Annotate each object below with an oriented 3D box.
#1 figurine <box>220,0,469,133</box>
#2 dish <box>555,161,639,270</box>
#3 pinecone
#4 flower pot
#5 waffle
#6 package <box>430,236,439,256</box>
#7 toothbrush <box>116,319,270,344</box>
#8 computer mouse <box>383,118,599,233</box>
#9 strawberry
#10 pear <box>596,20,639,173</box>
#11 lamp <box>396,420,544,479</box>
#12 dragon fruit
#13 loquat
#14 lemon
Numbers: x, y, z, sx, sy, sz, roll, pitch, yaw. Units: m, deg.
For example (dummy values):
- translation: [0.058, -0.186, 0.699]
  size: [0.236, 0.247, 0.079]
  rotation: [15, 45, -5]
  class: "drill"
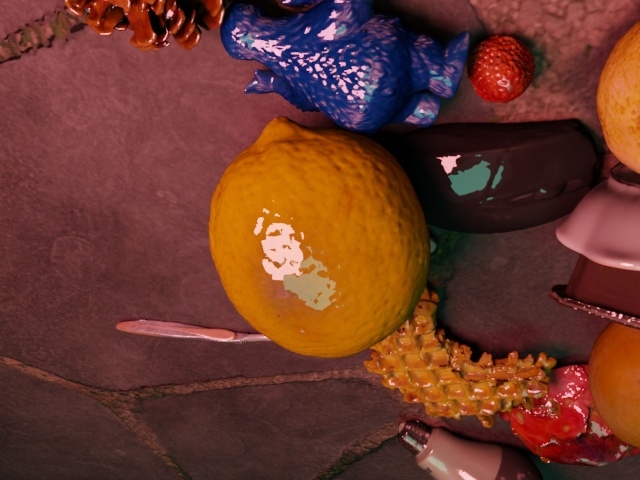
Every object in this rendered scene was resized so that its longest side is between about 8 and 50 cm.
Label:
- translation: [0.015, -0.183, 0.639]
  size: [0.262, 0.121, 0.164]
  rotation: [8, 140, 6]
  class: "figurine"
- translation: [0.375, -0.043, 0.672]
  size: [0.229, 0.229, 0.081]
  rotation: [-4, 109, 15]
  class: "dish"
- translation: [-0.164, -0.252, 0.575]
  size: [0.173, 0.173, 0.173]
  rotation: [6, 136, 5]
  class: "pinecone"
- translation: [0.405, 0.043, 0.739]
  size: [0.251, 0.084, 0.179]
  rotation: [-2, -167, -41]
  class: "flower pot"
- translation: [0.208, 0.211, 1.014]
  size: [0.293, 0.069, 0.260]
  rotation: [29, 136, -2]
  class: "waffle"
- translation: [0.039, 0.014, 0.894]
  size: [0.232, 0.040, 0.166]
  rotation: [-25, 127, 32]
  class: "package"
- translation: [-0.185, 0.169, 1.104]
  size: [0.375, 0.028, 0.037]
  rotation: [5, 143, 5]
  class: "toothbrush"
- translation: [0.198, -0.069, 0.746]
  size: [0.269, 0.086, 0.137]
  rotation: [0, 136, 10]
  class: "computer mouse"
- translation: [0.188, -0.174, 0.645]
  size: [0.073, 0.083, 0.073]
  rotation: [9, 130, 11]
  class: "strawberry"
- translation: [0.354, -0.134, 0.590]
  size: [0.178, 0.178, 0.178]
  rotation: [6, 136, 5]
  class: "pear"
- translation: [0.294, 0.473, 1.245]
  size: [0.314, 0.182, 0.182]
  rotation: [24, 138, 16]
  class: "lamp"
- translation: [0.420, 0.294, 1.043]
  size: [0.274, 0.126, 0.161]
  rotation: [-17, 130, 25]
  class: "dragon fruit"
- translation: [0.492, 0.196, 0.851]
  size: [0.244, 0.244, 0.244]
  rotation: [6, 136, 5]
  class: "loquat"
- translation: [0.001, 0.000, 0.701]
  size: [0.267, 0.267, 0.267]
  rotation: [6, 136, 5]
  class: "lemon"
